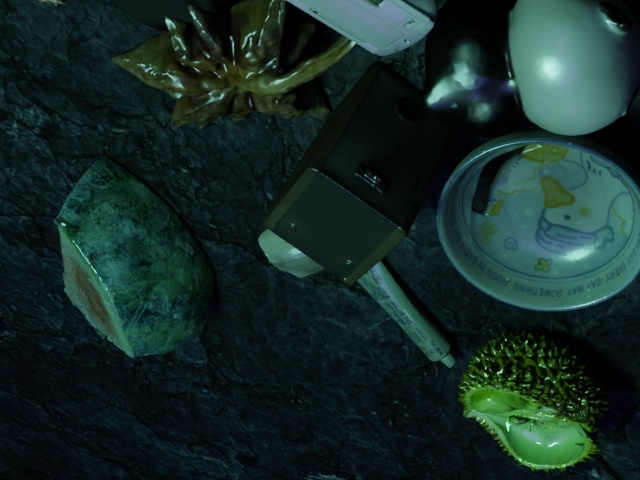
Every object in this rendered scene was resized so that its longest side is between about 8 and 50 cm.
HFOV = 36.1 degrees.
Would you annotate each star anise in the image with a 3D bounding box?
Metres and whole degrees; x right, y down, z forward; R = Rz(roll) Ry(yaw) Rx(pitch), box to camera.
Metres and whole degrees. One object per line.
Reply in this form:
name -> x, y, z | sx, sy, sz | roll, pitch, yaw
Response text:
star anise -> -0.098, -0.228, 1.299 | 0.349, 0.109, 0.292 | -3, 164, 0

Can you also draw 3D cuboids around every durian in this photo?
durian -> 0.342, 0.247, 1.566 | 0.236, 0.177, 0.200 | 34, 151, 3

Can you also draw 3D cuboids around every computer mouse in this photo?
computer mouse -> 0.020, -0.285, 1.076 | 0.245, 0.056, 0.126 | 24, 149, -33

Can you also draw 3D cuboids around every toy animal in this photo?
toy animal -> 0.252, -0.206, 1.130 | 0.235, 0.165, 0.187 | -3, 133, 31

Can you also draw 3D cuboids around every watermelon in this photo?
watermelon -> -0.364, 0.050, 1.778 | 0.258, 0.228, 0.387 | -2, 128, 46

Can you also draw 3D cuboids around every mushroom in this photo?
mushroom -> 0.000, 0.000, 1.582 | 0.225, 0.093, 0.116 | -21, 139, 34

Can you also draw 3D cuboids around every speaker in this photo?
speaker -> 0.056, -0.090, 1.322 | 0.153, 0.231, 0.192 | 35, 141, -7

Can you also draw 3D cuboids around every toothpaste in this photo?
toothpaste -> 0.141, 0.120, 1.652 | 0.268, 0.047, 0.069 | 47, 157, -17

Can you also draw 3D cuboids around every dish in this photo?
dish -> 0.298, -0.050, 1.295 | 0.273, 0.134, 0.273 | 9, 130, 11

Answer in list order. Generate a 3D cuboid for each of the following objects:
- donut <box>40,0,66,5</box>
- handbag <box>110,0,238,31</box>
donut -> -0.417, -0.416, 1.391 | 0.117, 0.065, 0.166 | 11, 137, 19
handbag -> -0.234, -0.402, 1.270 | 0.308, 0.093, 0.253 | 41, 140, -15
